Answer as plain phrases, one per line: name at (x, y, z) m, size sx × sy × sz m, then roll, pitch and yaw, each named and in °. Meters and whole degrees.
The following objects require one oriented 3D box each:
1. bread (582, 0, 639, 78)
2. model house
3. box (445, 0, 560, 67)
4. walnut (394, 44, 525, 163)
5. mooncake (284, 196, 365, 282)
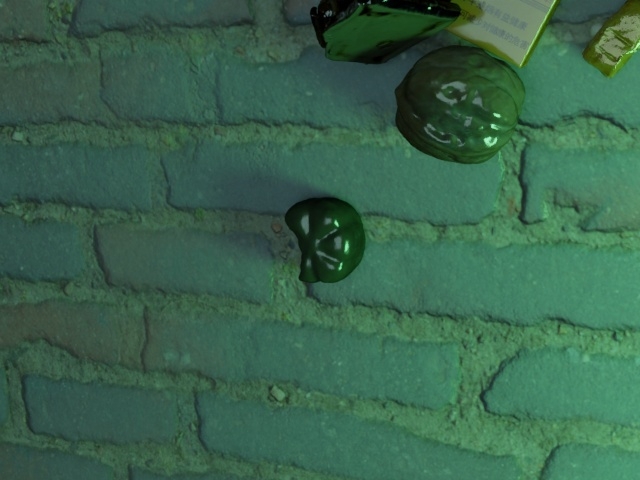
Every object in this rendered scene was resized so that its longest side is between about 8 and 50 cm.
bread at (0.503, -0.340, 1.513) m, size 0.074 × 0.053 × 0.132 m, roll 44°, pitch 113°, yaw 6°
model house at (0.062, -0.463, 1.484) m, size 0.297 × 0.317 × 0.282 m, roll -13°, pitch 86°, yaw 44°
box at (0.334, -0.454, 1.537) m, size 0.174 × 0.076 × 0.274 m, roll 29°, pitch 112°, yaw 10°
walnut at (0.237, -0.236, 1.565) m, size 0.224 × 0.224 × 0.224 m, roll 5°, pitch 106°, yaw 20°
mooncake at (0.000, 0.000, 1.773) m, size 0.175 × 0.104 × 0.168 m, roll 49°, pitch 121°, yaw 7°
